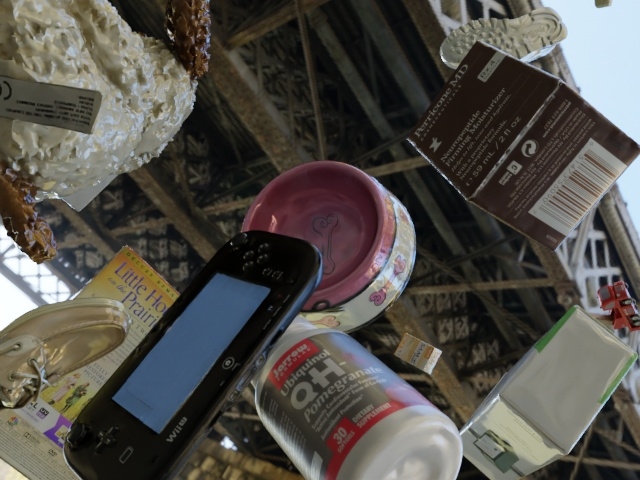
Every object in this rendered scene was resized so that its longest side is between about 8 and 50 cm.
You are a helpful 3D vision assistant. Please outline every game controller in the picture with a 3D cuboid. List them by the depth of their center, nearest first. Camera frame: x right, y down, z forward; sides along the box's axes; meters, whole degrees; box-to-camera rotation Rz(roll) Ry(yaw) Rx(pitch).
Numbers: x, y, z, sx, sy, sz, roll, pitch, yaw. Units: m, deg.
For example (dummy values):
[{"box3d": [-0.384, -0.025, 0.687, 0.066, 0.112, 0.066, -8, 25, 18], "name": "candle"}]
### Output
[{"box3d": [-0.127, 0.115, 0.634, 0.167, 0.319, 0.067, 4, -39, 53], "name": "game controller"}]

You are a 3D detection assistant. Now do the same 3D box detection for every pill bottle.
[{"box3d": [0.021, 0.226, 0.819, 0.319, 0.176, 0.176, 32, -24, 53], "name": "pill bottle"}]

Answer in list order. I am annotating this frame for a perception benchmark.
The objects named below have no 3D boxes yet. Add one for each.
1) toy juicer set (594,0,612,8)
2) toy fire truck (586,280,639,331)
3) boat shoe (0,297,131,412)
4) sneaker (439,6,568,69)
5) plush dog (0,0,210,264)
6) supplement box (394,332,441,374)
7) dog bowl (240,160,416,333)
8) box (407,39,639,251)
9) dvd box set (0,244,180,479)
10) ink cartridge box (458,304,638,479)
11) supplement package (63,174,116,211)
[{"box3d": [0.332, -0.344, 0.505, 0.090, 0.329, 0.209, 8, -57, 60], "name": "toy juicer set"}, {"box3d": [0.627, 0.171, 1.341, 0.135, 0.047, 0.192, -22, -49, 27], "name": "toy fire truck"}, {"box3d": [-0.379, 0.165, 0.756, 0.098, 0.303, 0.109, 52, -26, 43], "name": "boat shoe"}, {"box3d": [0.298, -0.318, 1.024, 0.095, 0.235, 0.090, 145, -71, -70], "name": "sneaker"}, {"box3d": [-0.182, -0.104, 0.459, 0.263, 0.225, 0.210, -28, -88, 23], "name": "plush dog"}, {"box3d": [0.232, 0.269, 1.460, 0.036, 0.062, 0.098, 34, -8, -41], "name": "supplement box"}, {"box3d": [0.000, 0.000, 1.370, 0.408, 0.407, 0.150, 12, -20, 26], "name": "dog bowl"}, {"box3d": [0.253, -0.126, 0.792, 0.167, 0.203, 0.168, 25, -70, -28], "name": "box"}, {"box3d": [-0.409, 0.262, 1.161, 0.307, 0.420, 0.062, 46, -22, -17], "name": "dvd box set"}, {"box3d": [0.352, 0.265, 0.998, 0.122, 0.211, 0.289, 41, -25, 19], "name": "ink cartridge box"}, {"box3d": [-0.484, -0.210, 1.207, 0.199, 0.198, 0.263, 46, -6, -23], "name": "supplement package"}]
